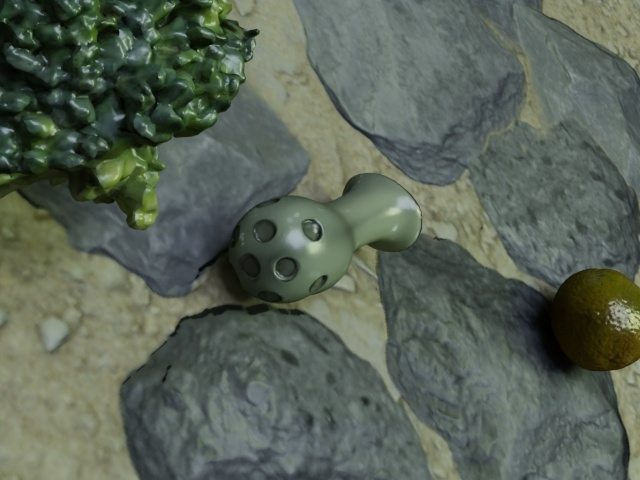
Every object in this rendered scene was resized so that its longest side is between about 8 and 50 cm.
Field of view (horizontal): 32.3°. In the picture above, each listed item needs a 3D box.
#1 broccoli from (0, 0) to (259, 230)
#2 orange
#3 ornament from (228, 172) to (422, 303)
[{"bbox_3d":[-0.182,-0.121,0.628,0.288,0.248,0.245,59,5,18],"label":"broccoli"},{"bbox_3d":[0.239,0.065,0.943,0.085,0.085,0.095,27,38,-28],"label":"orange"},{"bbox_3d":[0.000,0.000,0.778,0.074,0.081,0.156,32,32,25],"label":"ornament"}]
